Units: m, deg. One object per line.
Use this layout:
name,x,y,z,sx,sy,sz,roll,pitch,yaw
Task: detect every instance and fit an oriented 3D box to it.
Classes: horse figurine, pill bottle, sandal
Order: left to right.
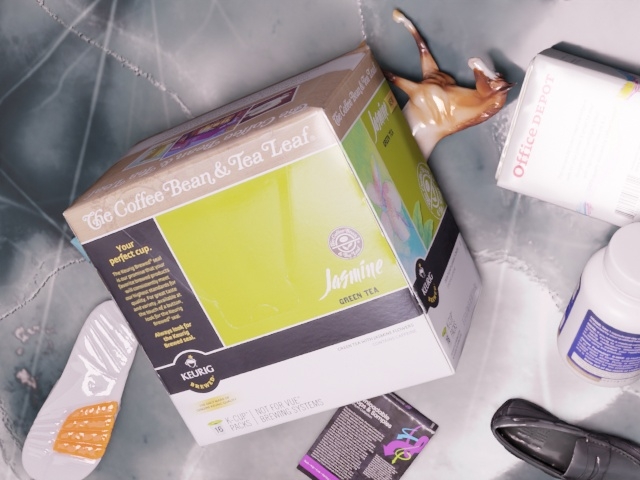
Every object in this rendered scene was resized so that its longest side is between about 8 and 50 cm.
sandal,-0.308,0.205,1.717,0.102,0.076,0.265,25,90,-2
horse figurine,0.087,-0.137,1.485,0.174,0.066,0.263,43,112,11
pill bottle,0.329,0.068,1.378,0.112,0.112,0.186,26,146,12

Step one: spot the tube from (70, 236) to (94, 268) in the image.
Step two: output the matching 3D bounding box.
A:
tube,-0.240,-0.027,1.643,0.207,0.052,0.080,-42,82,29

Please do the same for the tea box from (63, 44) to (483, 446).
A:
tea box,-0.042,0.009,1.424,0.329,0.220,0.323,-19,109,24

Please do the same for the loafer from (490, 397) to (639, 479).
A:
loafer,0.303,0.257,1.496,0.223,0.078,0.076,24,111,13

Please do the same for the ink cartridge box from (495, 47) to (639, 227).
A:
ink cartridge box,0.316,-0.105,1.394,0.212,0.093,0.154,19,109,13

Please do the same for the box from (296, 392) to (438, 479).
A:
box,0.059,0.261,1.615,0.116,0.029,0.162,37,114,7
